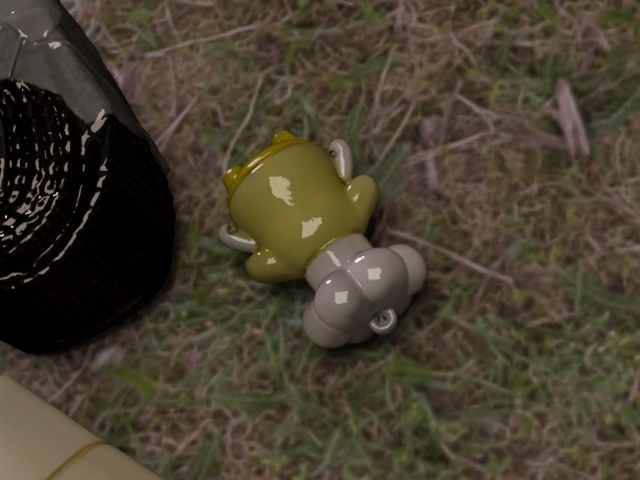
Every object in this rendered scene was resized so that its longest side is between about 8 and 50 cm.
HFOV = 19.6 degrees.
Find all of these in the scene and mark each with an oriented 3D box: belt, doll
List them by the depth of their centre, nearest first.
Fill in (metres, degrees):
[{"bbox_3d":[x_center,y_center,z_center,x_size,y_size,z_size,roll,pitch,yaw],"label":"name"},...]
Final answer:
[{"bbox_3d":[0.000,0.000,1.202,0.106,0.062,0.162,-37,61,0],"label":"doll"},{"bbox_3d":[-0.223,-0.071,1.240,0.184,0.164,0.289,-37,61,6],"label":"belt"}]

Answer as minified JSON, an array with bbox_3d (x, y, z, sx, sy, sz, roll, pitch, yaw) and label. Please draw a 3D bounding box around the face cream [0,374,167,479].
[{"bbox_3d":[-0.117,0.232,1.108,0.348,0.081,0.173,29,76,26],"label":"face cream"}]
